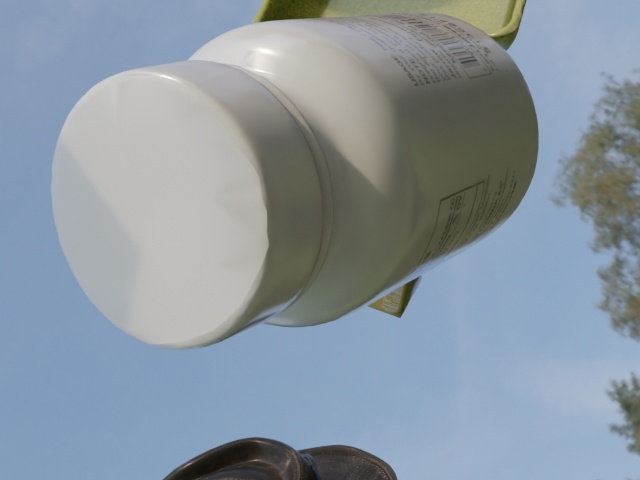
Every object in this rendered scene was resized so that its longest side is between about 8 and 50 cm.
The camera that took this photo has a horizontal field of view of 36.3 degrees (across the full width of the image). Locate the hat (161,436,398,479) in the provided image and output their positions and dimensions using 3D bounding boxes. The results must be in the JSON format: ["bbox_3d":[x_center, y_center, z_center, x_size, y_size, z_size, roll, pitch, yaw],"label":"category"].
[{"bbox_3d":[-0.086,0.287,0.979,0.331,0.331,0.134,-38,-63,-13],"label":"hat"}]

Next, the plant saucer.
[{"bbox_3d":[0.061,-0.174,0.635,0.045,0.188,0.188,56,-136,-44],"label":"plant saucer"}]

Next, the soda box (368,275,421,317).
[{"bbox_3d":[0.000,0.000,0.839,0.061,0.181,0.058,-52,-22,-52],"label":"soda box"}]

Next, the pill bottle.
[{"bbox_3d":[0.000,-0.033,0.437,0.229,0.131,0.131,-23,-50,-56],"label":"pill bottle"}]
